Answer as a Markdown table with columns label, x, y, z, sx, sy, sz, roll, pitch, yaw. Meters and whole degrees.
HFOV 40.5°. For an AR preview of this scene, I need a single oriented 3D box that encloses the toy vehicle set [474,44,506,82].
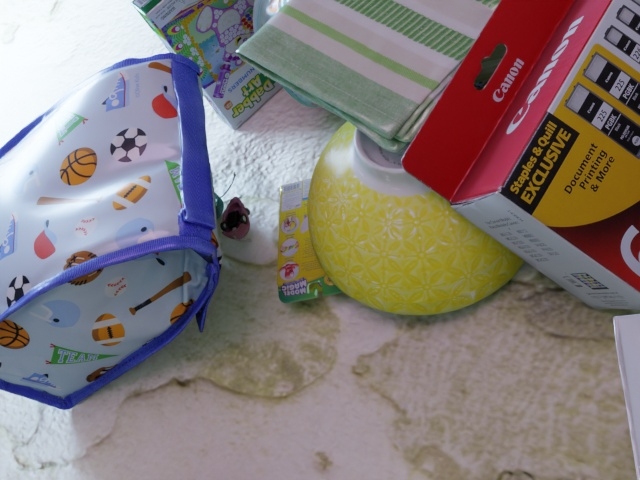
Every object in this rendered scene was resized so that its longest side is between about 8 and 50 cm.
| label | x | y | z | sx | sy | sz | roll | pitch | yaw |
| --- | --- | --- | --- | --- | --- | --- | --- | --- | --- |
| toy vehicle set | 0.246 | -0.293 | 1.083 | 0.267 | 0.035 | 0.166 | -15 | 71 | -10 |

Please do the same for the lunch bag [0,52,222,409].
| label | x | y | z | sx | sy | sz | roll | pitch | yaw |
| --- | --- | --- | --- | --- | --- | --- | --- | --- | --- |
| lunch bag | -0.275 | -0.016 | 1.102 | 0.385 | 0.239 | 0.327 | -35 | 47 | 28 |

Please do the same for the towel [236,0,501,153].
| label | x | y | z | sx | sy | sz | roll | pitch | yaw |
| --- | --- | --- | --- | --- | --- | --- | --- | --- | --- |
| towel | 0.099 | -0.267 | 1.000 | 0.248 | 0.038 | 0.325 | 35 | 73 | 27 |

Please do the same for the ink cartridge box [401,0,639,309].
| label | x | y | z | sx | sy | sz | roll | pitch | yaw |
| --- | --- | --- | --- | --- | --- | --- | --- | --- | --- |
| ink cartridge box | 0.279 | -0.129 | 0.879 | 0.309 | 0.272 | 0.130 | -58 | 9 | -10 |

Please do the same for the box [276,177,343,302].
| label | x | y | z | sx | sy | sz | roll | pitch | yaw |
| --- | --- | --- | --- | --- | --- | --- | --- | --- | --- |
| box | 0.000 | 0.000 | 1.105 | 0.105 | 0.043 | 0.179 | -12 | 52 | 19 |

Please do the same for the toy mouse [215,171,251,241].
| label | x | y | z | sx | sy | sz | roll | pitch | yaw |
| --- | --- | --- | --- | --- | --- | --- | --- | --- | --- |
| toy mouse | -0.138 | -0.027 | 1.193 | 0.161 | 0.031 | 0.143 | 1 | 61 | 39 |

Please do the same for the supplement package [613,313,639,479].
| label | x | y | z | sx | sy | sz | roll | pitch | yaw |
| --- | --- | --- | --- | --- | --- | --- | --- | --- | --- |
| supplement package | 0.326 | 0.193 | 0.664 | 0.145 | 0.262 | 0.204 | -11 | 54 | 20 |

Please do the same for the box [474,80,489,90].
| label | x | y | z | sx | sy | sz | roll | pitch | yaw |
| --- | --- | --- | --- | --- | --- | --- | --- | --- | --- |
| box | 0.249 | -0.274 | 1.163 | 0.114 | 0.036 | 0.207 | 32 | 77 | 38 |

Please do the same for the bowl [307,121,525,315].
| label | x | y | z | sx | sy | sz | roll | pitch | yaw |
| --- | --- | --- | --- | --- | --- | --- | --- | --- | --- |
| bowl | 0.110 | -0.076 | 0.996 | 0.290 | 0.156 | 0.289 | -7 | 55 | 10 |

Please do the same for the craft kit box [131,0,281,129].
| label | x | y | z | sx | sy | sz | roll | pitch | yaw |
| --- | --- | --- | --- | --- | --- | --- | --- | --- | --- |
| craft kit box | -0.104 | -0.324 | 1.241 | 0.250 | 0.246 | 0.061 | -44 | 52 | -5 |

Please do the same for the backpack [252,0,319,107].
| label | x | y | z | sx | sy | sz | roll | pitch | yaw |
| --- | --- | --- | --- | --- | --- | --- | --- | --- | --- |
| backpack | 0.030 | -0.305 | 1.173 | 0.191 | 0.225 | 0.253 | 16 | 64 | 44 |
